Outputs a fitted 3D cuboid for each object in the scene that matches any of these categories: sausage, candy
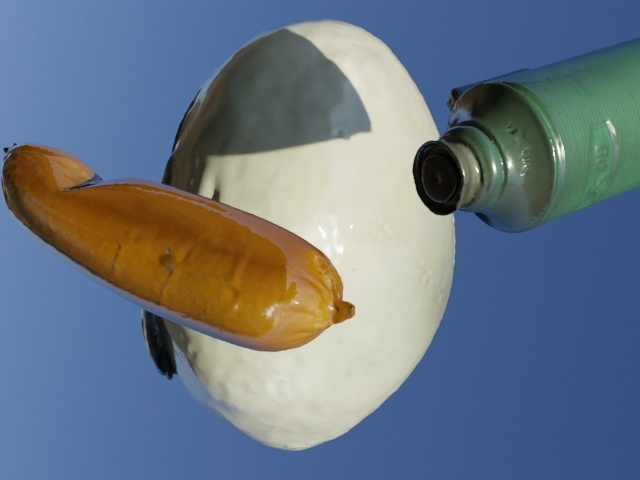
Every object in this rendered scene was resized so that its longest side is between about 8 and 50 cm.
[{"bbox_3d":[-0.068,0.003,0.632,0.183,0.062,0.054,21,-83,18],"label":"sausage"},{"bbox_3d":[0.000,0.000,1.000,0.185,0.295,0.295,14,-91,18],"label":"candy"}]

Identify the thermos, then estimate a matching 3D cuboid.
[{"bbox_3d":[0.121,-0.056,0.676,0.083,0.188,0.073,63,-34,13],"label":"thermos"}]
